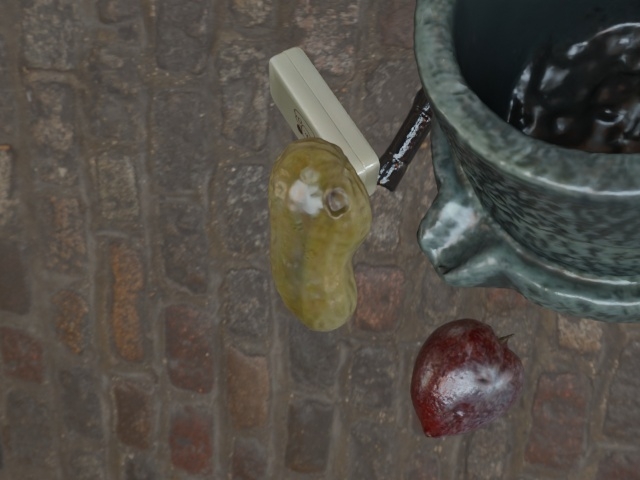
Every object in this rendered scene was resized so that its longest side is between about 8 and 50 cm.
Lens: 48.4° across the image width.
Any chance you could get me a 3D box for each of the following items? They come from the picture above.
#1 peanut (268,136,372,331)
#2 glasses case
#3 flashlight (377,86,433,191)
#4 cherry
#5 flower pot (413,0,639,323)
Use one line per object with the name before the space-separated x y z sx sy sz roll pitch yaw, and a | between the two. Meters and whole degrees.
peanut | 0.000 0.000 0.823 0.120 0.110 0.237 -16 113 -27
glasses case | 0.002 -0.220 1.371 0.070 0.131 0.313 -27 69 -14
flashlight | 0.253 -0.313 1.791 0.103 0.103 0.424 32 102 1
cherry | 0.313 0.301 1.559 0.230 0.203 0.300 42 82 -26
flower pot | 0.189 -0.082 0.492 0.298 0.283 0.299 -7 71 20
